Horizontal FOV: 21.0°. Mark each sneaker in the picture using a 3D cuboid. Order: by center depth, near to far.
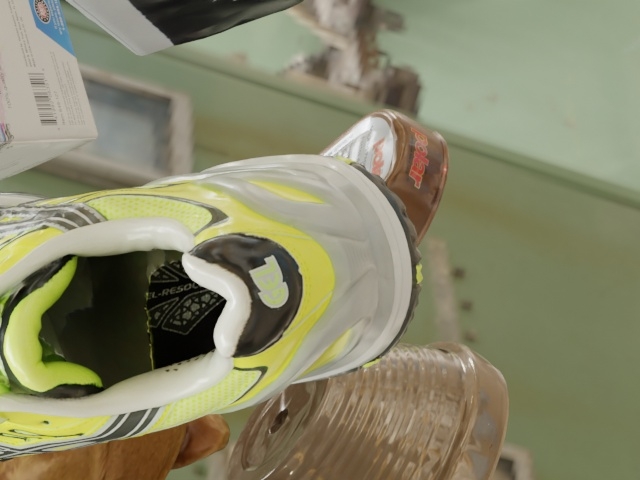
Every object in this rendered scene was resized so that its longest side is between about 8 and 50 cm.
[{"bbox_3d":[-0.149,0.037,0.835,0.385,0.147,0.145,-18,86,25],"label":"sneaker"}]

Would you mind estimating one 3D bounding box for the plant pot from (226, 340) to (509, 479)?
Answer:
[{"bbox_3d":[0.013,0.153,1.199,0.237,0.110,0.237,-46,18,20],"label":"plant pot"}]

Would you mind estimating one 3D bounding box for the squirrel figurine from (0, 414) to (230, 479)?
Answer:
[{"bbox_3d":[-0.193,0.249,1.091,0.370,0.281,0.397,-52,49,4],"label":"squirrel figurine"}]

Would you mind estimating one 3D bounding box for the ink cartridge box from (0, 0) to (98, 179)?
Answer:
[{"bbox_3d":[-0.358,-0.145,1.595,0.168,0.233,0.171,-19,84,30],"label":"ink cartridge box"}]

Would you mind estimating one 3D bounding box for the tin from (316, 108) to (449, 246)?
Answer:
[{"bbox_3d":[0.000,0.000,0.949,0.190,0.040,0.106,-39,34,44],"label":"tin"}]

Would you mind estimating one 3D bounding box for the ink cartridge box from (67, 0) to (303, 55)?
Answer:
[{"bbox_3d":[-0.086,-0.223,0.458,0.165,0.065,0.332,17,-126,-84],"label":"ink cartridge box"}]
